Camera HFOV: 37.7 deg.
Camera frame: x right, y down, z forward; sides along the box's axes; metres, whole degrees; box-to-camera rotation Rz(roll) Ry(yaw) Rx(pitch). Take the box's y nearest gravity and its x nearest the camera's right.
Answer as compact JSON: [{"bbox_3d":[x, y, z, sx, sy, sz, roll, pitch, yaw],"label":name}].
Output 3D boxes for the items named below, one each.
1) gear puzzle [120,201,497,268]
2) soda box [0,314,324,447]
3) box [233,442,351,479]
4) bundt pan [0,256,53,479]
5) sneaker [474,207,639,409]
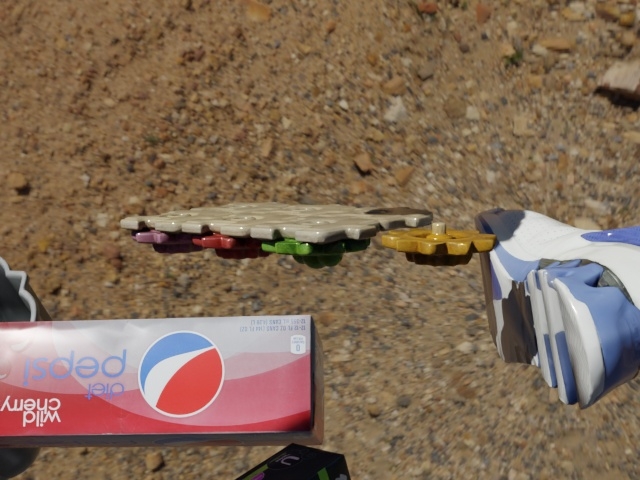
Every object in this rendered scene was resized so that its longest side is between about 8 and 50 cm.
[{"bbox_3d":[0.000,0.000,0.797,0.338,0.175,0.044,4,100,39],"label":"gear puzzle"},{"bbox_3d":[-0.131,0.106,0.679,0.263,0.092,0.084,-2,72,5],"label":"soda box"},{"bbox_3d":[-0.012,0.179,0.580,0.052,0.062,0.083,0,109,48],"label":"box"},{"bbox_3d":[-0.415,0.179,1.005,0.330,0.124,0.331,-14,45,15],"label":"bundt pan"},{"bbox_3d":[0.247,0.043,0.782,0.182,0.315,0.128,-10,102,-4],"label":"sneaker"}]
